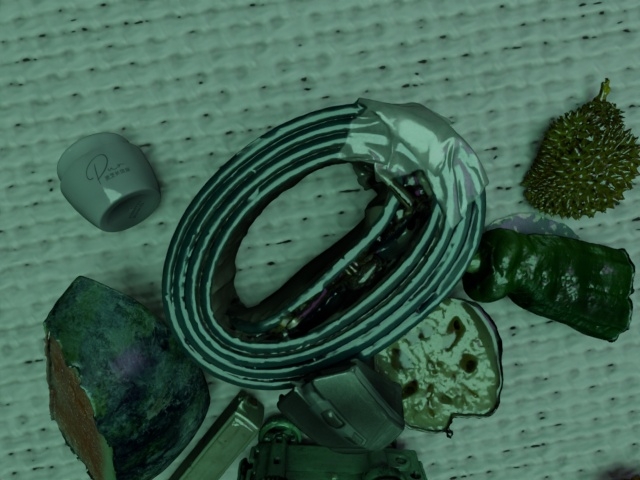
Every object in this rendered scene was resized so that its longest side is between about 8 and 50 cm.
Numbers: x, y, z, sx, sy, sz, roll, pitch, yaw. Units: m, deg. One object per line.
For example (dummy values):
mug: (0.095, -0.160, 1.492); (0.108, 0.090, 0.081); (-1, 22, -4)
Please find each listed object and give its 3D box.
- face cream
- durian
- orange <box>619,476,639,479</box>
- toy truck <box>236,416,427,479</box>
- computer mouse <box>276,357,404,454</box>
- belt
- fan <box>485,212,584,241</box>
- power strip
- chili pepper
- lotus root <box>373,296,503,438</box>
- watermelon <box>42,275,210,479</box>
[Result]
face cream: (-0.282, -0.078, 0.634); (0.117, 0.117, 0.104); (-40, 78, 3)
durian: (0.389, -0.128, 0.665); (0.147, 0.102, 0.208); (16, 92, 2)
orange: (0.499, 0.432, 0.721); (0.136, 0.117, 0.135); (6, 110, 16)
toy truck: (0.017, 0.366, 0.680); (0.279, 0.155, 0.156); (3, 104, -2)
computer mouse: (0.039, 0.224, 0.598); (0.126, 0.071, 0.231); (-28, 136, 16)
belt: (-0.001, 0.001, 0.626); (0.437, 0.173, 0.300); (-38, 98, 3)
fan: (0.356, 0.042, 0.725); (0.240, 0.009, 0.131); (42, 93, -5)
power strip: (-0.178, 0.343, 0.706); (0.052, 0.078, 0.272); (38, 94, -5)
chili pepper: (0.310, 0.052, 0.670); (0.271, 0.099, 0.136); (13, 102, -9)
lotus root: (0.173, 0.179, 0.704); (0.184, 0.078, 0.203); (7, 92, 9)
watermelon: (-0.287, 0.208, 0.620); (0.226, 0.148, 0.318); (-4, 122, 25)
